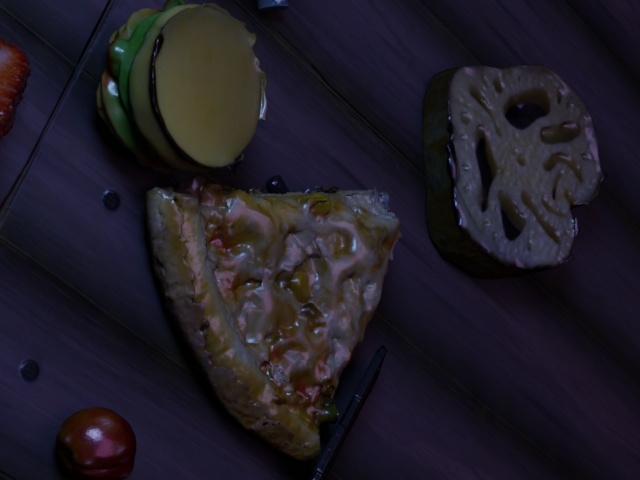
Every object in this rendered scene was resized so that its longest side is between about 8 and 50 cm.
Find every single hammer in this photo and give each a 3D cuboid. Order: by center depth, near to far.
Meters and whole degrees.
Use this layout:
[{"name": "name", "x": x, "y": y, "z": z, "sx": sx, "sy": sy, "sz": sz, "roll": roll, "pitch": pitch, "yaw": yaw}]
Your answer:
[{"name": "hammer", "x": 0.000, "y": 0.000, "z": 2.089, "sx": 0.246, "sy": 0.029, "sz": 0.103, "roll": 56, "pitch": 52, "yaw": -22}]

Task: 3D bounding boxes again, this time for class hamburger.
[{"name": "hamburger", "x": -0.191, "y": -0.197, "z": 1.845, "sx": 0.237, "sy": 0.149, "sz": 0.237, "roll": -2, "pitch": 92, "yaw": -51}]

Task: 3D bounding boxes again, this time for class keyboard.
[{"name": "keyboard", "x": 0.034, "y": 0.266, "z": 2.044, "sx": 0.016, "sy": 0.106, "sz": 0.262, "roll": 25, "pitch": 54, "yaw": 8}]

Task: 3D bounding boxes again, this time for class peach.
[{"name": "peach", "x": -0.269, "y": 0.249, "z": 1.751, "sx": 0.101, "sy": 0.101, "sz": 0.100, "roll": 7, "pitch": 80, "yaw": -44}]

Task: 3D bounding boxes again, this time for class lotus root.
[{"name": "lotus root", "x": 0.303, "y": -0.126, "z": 2.347, "sx": 0.375, "sy": 0.111, "sz": 0.390, "roll": 54, "pitch": 56, "yaw": -24}]

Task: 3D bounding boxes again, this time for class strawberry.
[{"name": "strawberry", "x": -0.432, "y": -0.145, "z": 1.644, "sx": 0.236, "sy": 0.106, "sz": 0.175, "roll": -6, "pitch": 52, "yaw": -45}]

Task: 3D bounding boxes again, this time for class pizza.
[{"name": "pizza", "x": -0.054, "y": 0.111, "z": 1.971, "sx": 0.435, "sy": 0.080, "sz": 0.391, "roll": 1, "pitch": 90, "yaw": -37}]

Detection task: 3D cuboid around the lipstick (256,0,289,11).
[{"name": "lipstick", "x": -0.075, "y": -0.408, "z": 2.051, "sx": 0.048, "sy": 0.048, "sz": 0.158, "roll": -4, "pitch": 88, "yaw": -44}]
